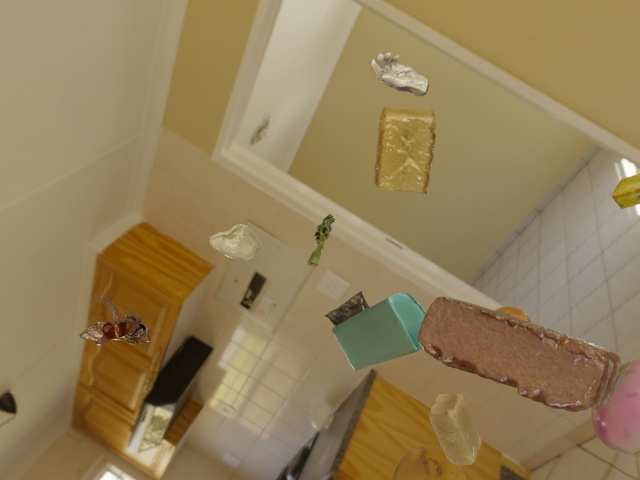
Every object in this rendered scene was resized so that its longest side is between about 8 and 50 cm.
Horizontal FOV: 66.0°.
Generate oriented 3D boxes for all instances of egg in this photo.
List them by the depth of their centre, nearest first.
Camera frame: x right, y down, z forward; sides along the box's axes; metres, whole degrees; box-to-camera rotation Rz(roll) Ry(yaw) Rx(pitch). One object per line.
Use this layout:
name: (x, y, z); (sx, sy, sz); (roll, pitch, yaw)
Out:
egg: (0.710, 0.374, 1.080); (0.196, 0.197, 0.271); (-54, -20, -55)

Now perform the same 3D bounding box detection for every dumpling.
dumpling: (-0.298, 0.000, 1.764); (0.134, 0.169, 0.099); (-56, 6, 32)

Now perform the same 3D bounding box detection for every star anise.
star anise: (-0.470, 0.176, 1.158); (0.158, 0.141, 0.144); (93, 167, -64)

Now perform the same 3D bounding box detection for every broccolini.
broccolini: (-0.008, 0.001, 1.322); (0.254, 0.058, 0.071); (-61, -40, -63)

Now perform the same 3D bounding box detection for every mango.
mango: (0.628, 0.302, 1.631); (0.120, 0.151, 0.221); (-40, -33, -11)
mango: (0.380, 0.883, 1.729); (0.378, 0.264, 0.220); (-50, -45, -75)

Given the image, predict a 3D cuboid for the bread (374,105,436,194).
bread: (0.310, -0.342, 1.832); (0.279, 0.207, 0.278); (-68, -16, -64)

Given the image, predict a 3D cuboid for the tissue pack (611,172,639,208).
tissue pack: (1.009, -0.168, 1.520); (0.095, 0.062, 0.176); (-47, 8, -24)

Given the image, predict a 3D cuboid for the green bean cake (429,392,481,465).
green bean cake: (0.389, 0.542, 1.422); (0.085, 0.179, 0.109); (-19, 10, 33)

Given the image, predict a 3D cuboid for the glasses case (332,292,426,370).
glasses case: (0.127, 0.198, 1.065); (0.070, 0.117, 0.301); (-26, -9, -26)

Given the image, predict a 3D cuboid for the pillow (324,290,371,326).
pillow: (0.100, 0.243, 1.640); (0.150, 0.090, 0.048); (-34, -2, 0)

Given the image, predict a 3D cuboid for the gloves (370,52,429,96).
gloves: (0.265, -0.557, 1.673); (0.097, 0.229, 0.119); (-38, 37, 43)

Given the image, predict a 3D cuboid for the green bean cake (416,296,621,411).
green bean cake: (0.292, 0.165, 0.722); (0.199, 0.233, 0.097); (17, -89, -47)
